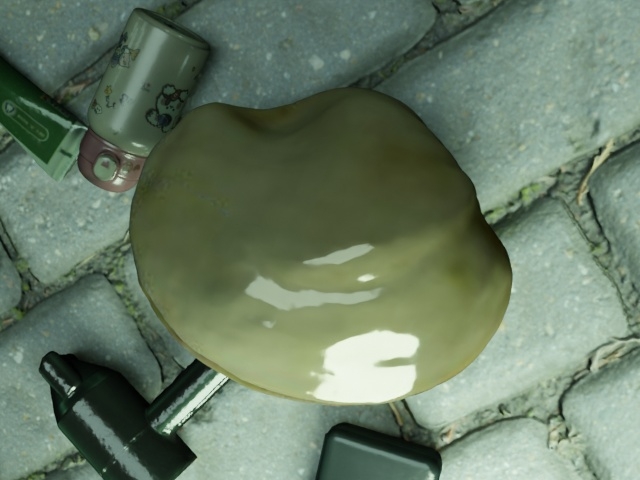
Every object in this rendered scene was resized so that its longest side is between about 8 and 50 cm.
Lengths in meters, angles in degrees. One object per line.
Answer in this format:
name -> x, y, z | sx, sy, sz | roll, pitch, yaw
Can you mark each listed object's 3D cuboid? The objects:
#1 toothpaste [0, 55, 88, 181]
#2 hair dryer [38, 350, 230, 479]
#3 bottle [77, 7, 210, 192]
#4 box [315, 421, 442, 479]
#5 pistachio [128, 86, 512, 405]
toothpaste -> -0.481, -0.243, 1.135 | 0.392, 0.061, 0.099 | 42, 113, 3
hair dryer -> -0.226, 0.187, 1.118 | 0.302, 0.116, 0.244 | -44, 86, 5
bottle -> -0.239, -0.174, 1.053 | 0.110, 0.110, 0.233 | 31, 104, 9
box -> 0.063, 0.369, 1.082 | 0.160, 0.050, 0.231 | 14, 102, 12
pistachio -> 0.000, 0.000, 0.928 | 0.445, 0.281, 0.366 | 17, 75, 4
